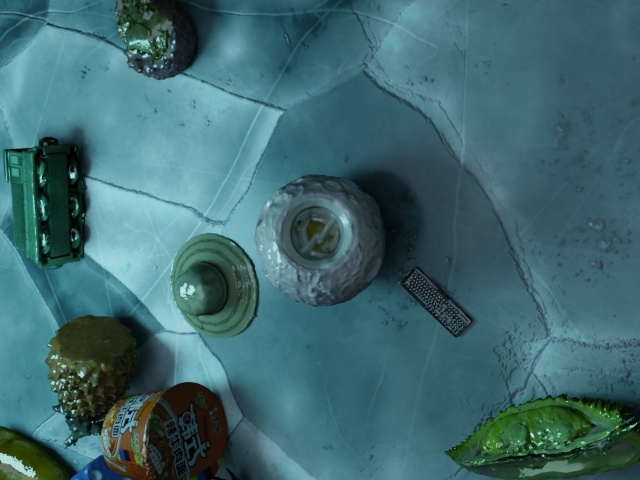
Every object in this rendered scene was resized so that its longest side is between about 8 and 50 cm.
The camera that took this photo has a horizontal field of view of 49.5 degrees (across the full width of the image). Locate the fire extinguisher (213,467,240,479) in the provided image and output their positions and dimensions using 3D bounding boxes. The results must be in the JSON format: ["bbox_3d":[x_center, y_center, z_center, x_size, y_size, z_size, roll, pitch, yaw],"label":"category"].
[{"bbox_3d":[-0.242,0.664,1.659,0.118,0.093,0.294,24,110,-6],"label":"fire extinguisher"}]

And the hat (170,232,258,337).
[{"bbox_3d":[-0.269,0.114,1.568,0.252,0.110,0.251,4,100,26],"label":"hat"}]

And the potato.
[{"bbox_3d":[-0.824,0.643,1.907,0.369,0.176,0.195,21,80,18],"label":"potato"}]

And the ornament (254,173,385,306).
[{"bbox_3d":[0.000,0.000,1.347,0.260,0.225,0.259,-1,81,4],"label":"ornament"}]

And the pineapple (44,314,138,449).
[{"bbox_3d":[-0.568,0.375,1.719,0.223,0.223,0.357,25,120,21],"label":"pineapple"}]

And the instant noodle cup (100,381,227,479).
[{"bbox_3d":[-0.371,0.457,1.610,0.192,0.250,0.250,-10,94,35],"label":"instant noodle cup"}]

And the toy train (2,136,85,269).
[{"bbox_3d":[-0.690,-0.097,1.734,0.178,0.138,0.330,13,107,34],"label":"toy train"}]

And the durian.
[{"bbox_3d":[0.413,0.373,1.240,0.352,0.169,0.158,-18,90,27],"label":"durian"}]

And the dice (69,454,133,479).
[{"bbox_3d":[-0.570,0.650,1.784,0.146,0.146,0.143,48,117,11],"label":"dice"}]

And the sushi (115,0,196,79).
[{"bbox_3d":[-0.362,-0.477,1.521,0.161,0.107,0.241,-5,96,23],"label":"sushi"}]

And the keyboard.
[{"bbox_3d":[0.229,0.122,1.378,0.155,0.010,0.053,44,113,14],"label":"keyboard"}]
